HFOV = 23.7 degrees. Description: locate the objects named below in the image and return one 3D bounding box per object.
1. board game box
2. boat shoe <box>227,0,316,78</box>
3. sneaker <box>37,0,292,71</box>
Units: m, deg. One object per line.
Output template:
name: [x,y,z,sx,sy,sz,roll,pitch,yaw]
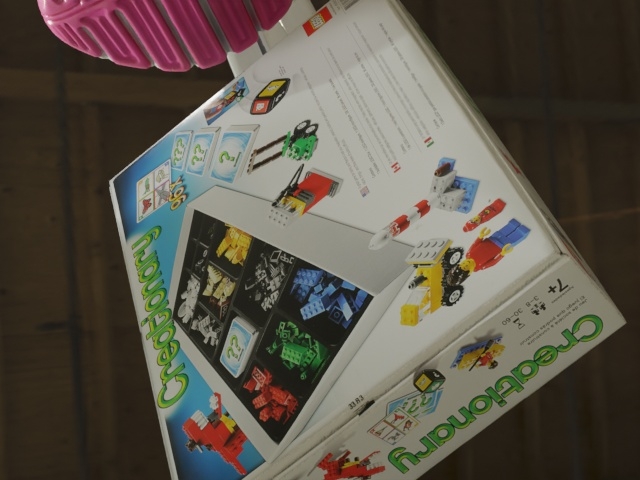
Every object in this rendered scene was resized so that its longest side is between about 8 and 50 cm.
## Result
board game box: [0.000,0.000,0.726,0.193,0.305,0.053,-38,-58,10]
boat shoe: [-0.039,-0.181,0.999,0.088,0.096,0.267,-21,-86,0]
sneaker: [-0.046,-0.185,0.865,0.252,0.111,0.103,-24,-41,-10]
